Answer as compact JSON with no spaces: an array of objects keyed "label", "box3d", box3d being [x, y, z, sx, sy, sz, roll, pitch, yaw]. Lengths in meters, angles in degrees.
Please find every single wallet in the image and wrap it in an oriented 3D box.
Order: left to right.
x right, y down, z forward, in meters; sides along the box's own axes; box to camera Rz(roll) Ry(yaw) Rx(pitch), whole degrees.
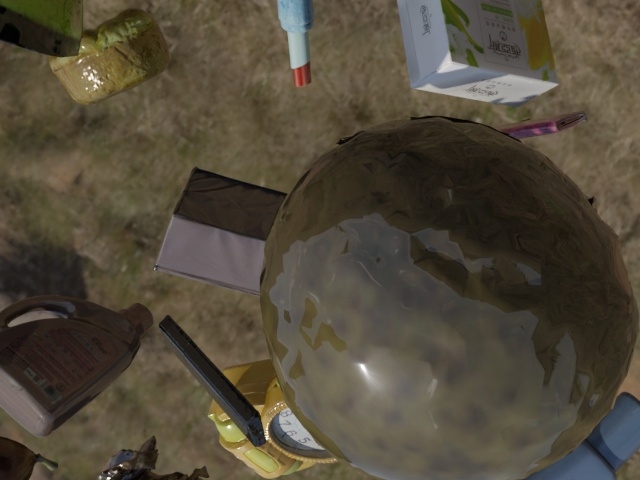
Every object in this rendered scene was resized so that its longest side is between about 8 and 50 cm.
[{"label":"wallet","box3d":[0.349,-0.197,1.897,0.232,0.119,0.025,-6,103,41]}]

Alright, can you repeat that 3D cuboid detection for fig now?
[{"label":"fig","box3d":[-0.351,0.251,1.177,0.089,0.125,0.089,10,106,37]}]

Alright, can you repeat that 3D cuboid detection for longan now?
[{"label":"longan","box3d":[0.126,0.063,1.076,0.391,0.391,0.391,22,151,13]}]

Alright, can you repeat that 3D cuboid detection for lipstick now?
[{"label":"lipstick","box3d":[-0.043,-0.407,1.986,0.068,0.061,0.274,23,138,29]}]

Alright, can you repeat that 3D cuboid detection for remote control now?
[{"label":"remote control","box3d":[-0.144,0.183,1.389,0.245,0.025,0.063,39,153,43]}]

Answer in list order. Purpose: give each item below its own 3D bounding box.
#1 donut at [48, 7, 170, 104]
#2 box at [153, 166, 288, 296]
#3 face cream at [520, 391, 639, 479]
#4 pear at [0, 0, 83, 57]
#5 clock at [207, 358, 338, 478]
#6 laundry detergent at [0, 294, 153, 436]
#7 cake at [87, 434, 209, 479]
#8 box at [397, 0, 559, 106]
[{"label":"donut","box3d":[-0.378,-0.330,1.905,0.261,0.208,0.128,-122,7,-79]},{"label":"box","box3d":[-0.169,-0.015,2.043,0.252,0.188,0.153,18,126,-4]},{"label":"face cream","box3d":[0.295,0.357,1.418,0.135,0.385,0.086,49,176,-25]},{"label":"pear","box3d":[-0.441,-0.382,1.256,0.399,0.165,0.399,26,-169,-5]},{"label":"clock","box3d":[-0.038,0.339,2.110,0.317,0.200,0.244,-23,131,31]},{"label":"laundry detergent","box3d":[-0.343,0.135,1.414,0.171,0.237,0.076,40,136,6]},{"label":"cake","box3d":[-0.258,0.467,1.537,0.332,0.332,0.321,3,123,40]},{"label":"box","box3d":[0.264,-0.346,1.777,0.260,0.194,0.111,3,161,-38]}]
